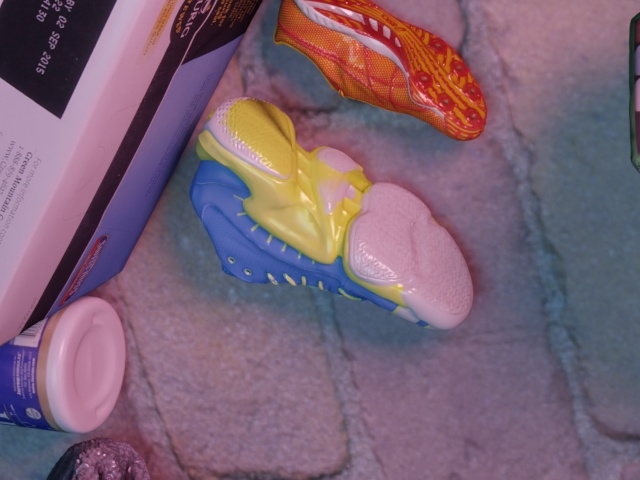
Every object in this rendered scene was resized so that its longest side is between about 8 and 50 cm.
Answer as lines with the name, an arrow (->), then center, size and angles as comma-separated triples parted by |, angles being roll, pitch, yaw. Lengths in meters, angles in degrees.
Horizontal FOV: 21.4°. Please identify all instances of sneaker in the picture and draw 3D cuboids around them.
sneaker -> 0.045, -0.124, 1.218 | 0.175, 0.064, 0.067 | 37, 137, 14
sneaker -> 0.000, 0.000, 1.267 | 0.240, 0.091, 0.126 | 41, 136, 5

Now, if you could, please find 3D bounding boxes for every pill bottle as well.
pill bottle -> -0.265, 0.094, 1.379 | 0.187, 0.112, 0.112 | 4, 108, 22

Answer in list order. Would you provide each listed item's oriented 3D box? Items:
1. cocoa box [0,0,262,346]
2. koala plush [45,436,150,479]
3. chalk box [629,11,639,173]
cocoa box -> -0.214, -0.135, 1.219 | 0.231, 0.228, 0.347 | 35, 116, 10
koala plush -> -0.139, 0.284, 1.374 | 0.221, 0.203, 0.196 | 30, 127, -12
chalk box -> 0.300, -0.081, 0.998 | 0.179, 0.180, 0.289 | -30, 116, 28
